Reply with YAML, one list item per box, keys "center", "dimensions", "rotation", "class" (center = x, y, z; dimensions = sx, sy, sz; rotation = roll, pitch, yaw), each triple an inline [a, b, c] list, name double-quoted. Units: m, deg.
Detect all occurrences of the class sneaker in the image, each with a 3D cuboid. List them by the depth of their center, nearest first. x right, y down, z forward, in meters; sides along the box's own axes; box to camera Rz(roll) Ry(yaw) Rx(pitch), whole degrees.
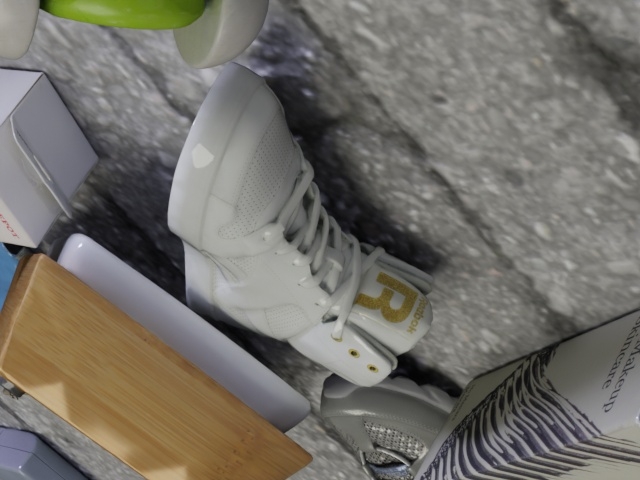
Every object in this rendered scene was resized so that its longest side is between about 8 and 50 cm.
- center: [0.000, 0.000, 1.005]
  dimensions: [0.169, 0.108, 0.292]
  rotation: [24, 160, 10]
  class: "sneaker"
- center: [0.095, 0.205, 1.209]
  dimensions: [0.281, 0.115, 0.105]
  rotation: [45, 148, -24]
  class: "sneaker"

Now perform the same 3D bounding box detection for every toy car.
- center: [-0.114, -0.168, 0.806]
  dimensions: [0.182, 0.159, 0.136]
  rotation: [-135, 51, -56]
  class: "toy car"

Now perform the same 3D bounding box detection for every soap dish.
- center: [-0.140, 0.101, 1.188]
  dimensions: [0.229, 0.118, 0.291]
  rotation: [38, 171, -10]
  class: "soap dish"

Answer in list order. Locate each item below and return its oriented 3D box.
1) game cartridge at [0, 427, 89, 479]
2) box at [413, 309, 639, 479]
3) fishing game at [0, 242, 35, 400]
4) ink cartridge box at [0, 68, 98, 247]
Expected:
- center: [-0.351, 0.291, 1.841]
  dimensions: [0.198, 0.062, 0.297]
  rotation: [49, 147, -21]
  class: "game cartridge"
- center: [0.174, 0.127, 1.019]
  dimensions: [0.094, 0.113, 0.275]
  rotation: [38, 149, -10]
  class: "box"
- center: [-0.296, 0.034, 1.394]
  dimensions: [0.189, 0.041, 0.264]
  rotation: [-12, 121, 46]
  class: "fishing game"
- center: [-0.237, -0.062, 1.138]
  dimensions: [0.143, 0.090, 0.092]
  rotation: [9, 144, 34]
  class: "ink cartridge box"
